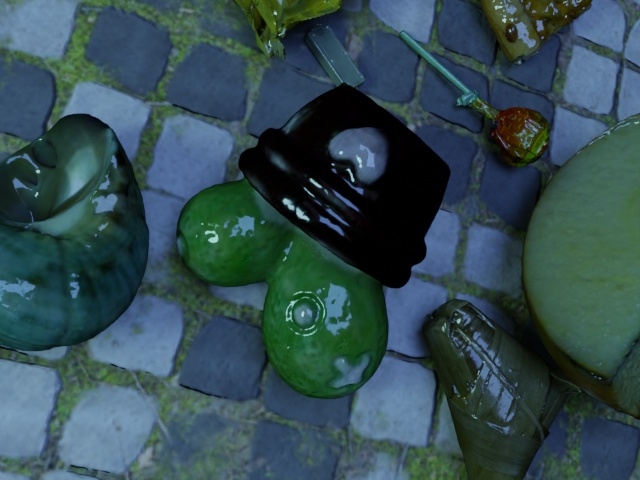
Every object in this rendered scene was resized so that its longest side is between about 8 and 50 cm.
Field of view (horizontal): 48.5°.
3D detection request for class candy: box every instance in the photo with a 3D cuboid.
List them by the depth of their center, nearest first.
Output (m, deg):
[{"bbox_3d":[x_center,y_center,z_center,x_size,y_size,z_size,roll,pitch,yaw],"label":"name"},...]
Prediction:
[{"bbox_3d":[0.161,-0.156,0.756,0.201,0.060,0.060,40,69,2],"label":"candy"}]

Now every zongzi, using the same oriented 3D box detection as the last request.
[{"bbox_3d":[0.138,0.161,0.666,0.160,0.078,0.176,37,73,-4],"label":"zongzi"}]

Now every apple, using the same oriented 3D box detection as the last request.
[{"bbox_3d":[0.327,0.024,0.703,0.254,0.179,0.346,39,69,4],"label":"apple"}]

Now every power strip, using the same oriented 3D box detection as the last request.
[{"bbox_3d":[0.016,-0.181,0.720,0.027,0.017,0.083,-34,91,-21],"label":"power strip"}]

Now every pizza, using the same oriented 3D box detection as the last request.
[{"bbox_3d":[0.244,-0.283,0.798,0.161,0.062,0.182,6,76,-24],"label":"pizza"}]

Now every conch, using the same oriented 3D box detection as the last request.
[{"bbox_3d":[-0.217,0.004,0.549,0.188,0.122,0.176,-32,70,-24],"label":"conch"}]

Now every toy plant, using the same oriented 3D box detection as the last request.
[{"bbox_3d":[0.000,0.000,0.610,0.218,0.175,0.235,39,97,-1],"label":"toy plant"}]

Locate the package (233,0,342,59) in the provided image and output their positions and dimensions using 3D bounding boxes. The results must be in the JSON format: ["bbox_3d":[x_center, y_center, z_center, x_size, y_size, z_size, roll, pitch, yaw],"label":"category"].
[{"bbox_3d":[-0.054,-0.293,0.680,0.168,0.090,0.226,-37,90,-19],"label":"package"}]
